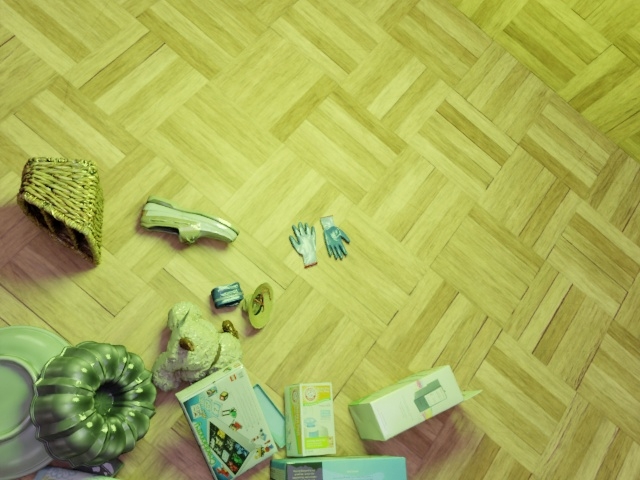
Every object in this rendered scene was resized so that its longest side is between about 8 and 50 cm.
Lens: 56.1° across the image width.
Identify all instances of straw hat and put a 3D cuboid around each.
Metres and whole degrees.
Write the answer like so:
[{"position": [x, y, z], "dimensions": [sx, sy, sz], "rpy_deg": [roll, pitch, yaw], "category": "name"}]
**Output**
[{"position": [-0.204, 0.196, 1.848], "dimensions": [0.061, 0.144, 0.144], "rpy_deg": [6, 66, 27], "category": "straw hat"}]

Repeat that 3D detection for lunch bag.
[{"position": [-0.280, 0.171, 1.835], "dimensions": [0.098, 0.067, 0.065], "rpy_deg": [-13, 77, -21], "category": "lunch bag"}]

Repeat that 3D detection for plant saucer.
[{"position": [-0.816, 0.410, 1.549], "dimensions": [0.400, 0.100, 0.400], "rpy_deg": [1, 72, -3], "category": "plant saucer"}, {"position": [-0.154, 0.520, 1.785], "dimensions": [0.067, 0.018, 0.192], "rpy_deg": [-37, 87, -23], "category": "plant saucer"}]

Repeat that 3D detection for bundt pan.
[{"position": [-0.564, 0.416, 1.557], "dimensions": [0.331, 0.124, 0.331], "rpy_deg": [23, 59, -45], "category": "bundt pan"}]

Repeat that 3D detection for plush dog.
[{"position": [-0.323, 0.315, 1.706], "dimensions": [0.225, 0.210, 0.262], "rpy_deg": [24, 68, -32], "category": "plush dog"}]

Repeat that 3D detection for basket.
[{"position": [-0.722, -0.072, 1.662], "dimensions": [0.213, 0.299, 0.223], "rpy_deg": [2, 72, -15], "category": "basket"}]

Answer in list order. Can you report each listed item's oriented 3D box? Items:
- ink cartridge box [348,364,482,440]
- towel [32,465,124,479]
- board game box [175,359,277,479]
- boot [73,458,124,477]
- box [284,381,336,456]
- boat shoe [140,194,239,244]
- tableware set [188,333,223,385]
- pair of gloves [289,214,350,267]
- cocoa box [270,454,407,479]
[{"position": [0.285, 0.477, 1.819], "dimensions": [0.353, 0.207, 0.119], "rpy_deg": [-19, 80, -21], "category": "ink cartridge box"}, {"position": [-0.608, 0.774, 1.477], "dimensions": [0.320, 0.090, 0.374], "rpy_deg": [9, 65, 7], "category": "towel"}, {"position": [-0.255, 0.509, 1.664], "dimensions": [0.193, 0.053, 0.305], "rpy_deg": [-25, 112, -22], "category": "board game box"}, {"position": [-0.611, 0.542, 1.619], "dimensions": [0.208, 0.076, 0.189], "rpy_deg": [40, 79, 6], "category": "boot"}, {"position": [-0.032, 0.522, 1.759], "dimensions": [0.114, 0.103, 0.203], "rpy_deg": [7, 70, -29], "category": "box"}, {"position": [-0.404, -0.040, 1.851], "dimensions": [0.302, 0.113, 0.103], "rpy_deg": [18, 70, 2], "category": "boat shoe"}, {"position": [-0.329, 0.355, 1.787], "dimensions": [0.168, 0.020, 0.141], "rpy_deg": [-10, 76, -18], "category": "tableware set"}, {"position": [0.000, 0.000, 1.994], "dimensions": [0.198, 0.023, 0.159], "rpy_deg": [-15, 79, -19], "category": "pair of gloves"}, {"position": [0.046, 0.718, 1.661], "dimensions": [0.347, 0.231, 0.228], "rpy_deg": [3, 71, -15], "category": "cocoa box"}]
